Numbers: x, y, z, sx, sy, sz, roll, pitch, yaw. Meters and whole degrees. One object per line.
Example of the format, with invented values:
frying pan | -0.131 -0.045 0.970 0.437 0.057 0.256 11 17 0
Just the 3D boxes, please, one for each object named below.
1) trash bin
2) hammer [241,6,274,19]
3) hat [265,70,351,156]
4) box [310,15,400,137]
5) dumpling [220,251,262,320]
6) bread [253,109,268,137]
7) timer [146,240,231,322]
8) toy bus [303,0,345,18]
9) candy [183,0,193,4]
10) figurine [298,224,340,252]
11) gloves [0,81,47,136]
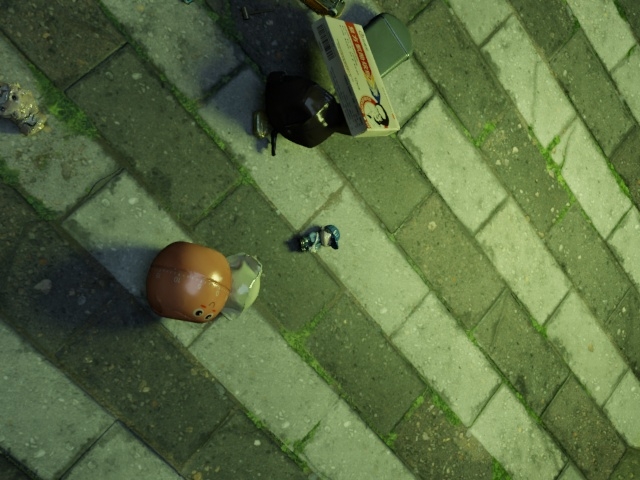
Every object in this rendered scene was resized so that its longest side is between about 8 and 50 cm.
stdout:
trash bin | 0.189 -0.634 1.965 0.236 0.101 0.177 -42 109 -16
hammer | -0.189 -0.706 1.826 0.110 0.019 0.036 -20 99 -26
hat | -0.037 -0.341 1.790 0.336 0.238 0.209 26 77 -33
box | 0.109 -0.483 1.772 0.214 0.069 0.353 -17 87 -55
dumpling | -0.258 0.131 1.759 0.155 0.111 0.181 31 68 9
bread | -0.184 -0.358 1.822 0.049 0.033 0.088 -4 94 -27
timer | -0.362 0.119 1.634 0.229 0.229 0.215 20 81 -24
toy bus | -0.004 -0.769 1.883 0.162 0.074 0.070 31 70 -20
candy | -0.306 -0.753 1.755 0.226 0.051 0.094 -21 110 -22
figurine | -0.003 -0.004 1.902 0.136 0.079 0.077 -10 118 -4
gloves | -0.772 -0.338 1.514 0.144 0.094 0.110 31 89 -30
